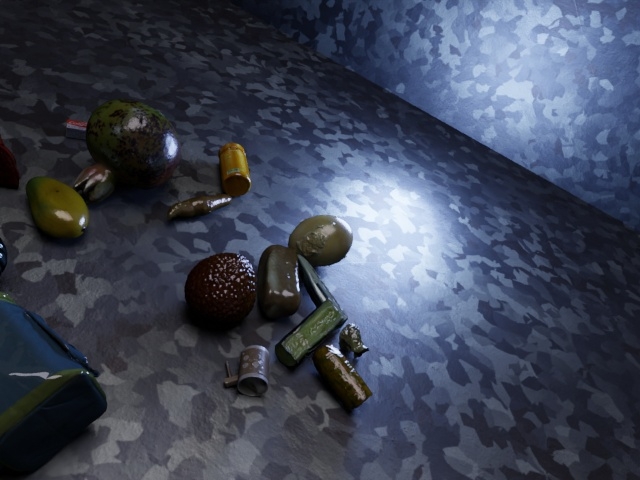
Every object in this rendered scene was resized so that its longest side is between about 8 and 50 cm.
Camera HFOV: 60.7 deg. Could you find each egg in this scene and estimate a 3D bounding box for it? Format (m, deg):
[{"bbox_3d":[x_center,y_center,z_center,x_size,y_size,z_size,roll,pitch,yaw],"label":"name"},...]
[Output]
[{"bbox_3d":[0.001,0.003,1.667,0.201,0.164,0.164,-13,46,-8],"label":"egg"}]

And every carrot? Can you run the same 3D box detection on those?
[{"bbox_3d":[0.051,0.338,1.356,0.082,0.082,0.173,-18,60,-41],"label":"carrot"}]

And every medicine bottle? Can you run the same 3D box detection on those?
[{"bbox_3d":[-0.294,-0.242,1.861,0.096,0.096,0.192,6,41,-22],"label":"medicine bottle"}]

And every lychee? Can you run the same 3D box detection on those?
[{"bbox_3d":[-0.251,0.121,1.380,0.194,0.194,0.194,15,38,-12],"label":"lychee"}]

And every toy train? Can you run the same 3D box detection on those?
[{"bbox_3d":[-0.014,0.142,1.556,0.048,0.055,0.252,-20,61,-32],"label":"toy train"}]

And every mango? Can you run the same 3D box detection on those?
[{"bbox_3d":[-0.705,-0.095,1.472,0.137,0.091,0.237,-1,43,-38],"label":"mango"}]

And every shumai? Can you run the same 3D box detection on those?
[{"bbox_3d":[0.095,0.269,1.459,0.080,0.083,0.082,19,71,27],"label":"shumai"}]

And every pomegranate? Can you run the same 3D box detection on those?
[{"bbox_3d":[-0.580,-0.242,1.614,0.285,0.285,0.340,31,71,10],"label":"pomegranate"}]

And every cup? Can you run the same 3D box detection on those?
[{"bbox_3d":[-0.168,0.310,1.294,0.074,0.102,0.099,50,23,-32],"label":"cup"}]

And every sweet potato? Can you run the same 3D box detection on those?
[{"bbox_3d":[-0.363,-0.108,1.694,0.067,0.067,0.274,42,35,23],"label":"sweet potato"}]

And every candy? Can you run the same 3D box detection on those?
[{"bbox_3d":[-0.116,0.110,1.524,0.104,0.102,0.234,12,41,-15],"label":"candy"}]

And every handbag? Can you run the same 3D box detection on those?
[{"bbox_3d":[-0.546,0.256,0.987,0.241,0.263,0.222,40,65,16],"label":"handbag"}]

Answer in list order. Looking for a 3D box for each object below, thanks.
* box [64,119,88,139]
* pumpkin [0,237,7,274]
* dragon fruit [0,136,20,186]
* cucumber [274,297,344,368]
[{"bbox_3d":[-0.727,-0.356,1.817,0.218,0.039,0.055,6,42,-22],"label":"box"},{"bbox_3d":[-0.792,0.050,1.199,0.194,0.150,0.194,9,32,-5],"label":"pumpkin"},{"bbox_3d":[-0.963,-0.281,1.465,0.317,0.205,0.152,9,39,-20],"label":"dragon fruit"},{"bbox_3d":[-0.028,0.241,1.423,0.078,0.062,0.211,49,48,3],"label":"cucumber"}]
